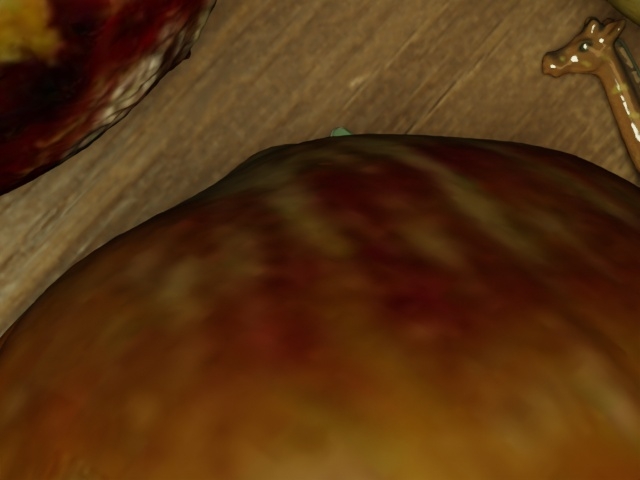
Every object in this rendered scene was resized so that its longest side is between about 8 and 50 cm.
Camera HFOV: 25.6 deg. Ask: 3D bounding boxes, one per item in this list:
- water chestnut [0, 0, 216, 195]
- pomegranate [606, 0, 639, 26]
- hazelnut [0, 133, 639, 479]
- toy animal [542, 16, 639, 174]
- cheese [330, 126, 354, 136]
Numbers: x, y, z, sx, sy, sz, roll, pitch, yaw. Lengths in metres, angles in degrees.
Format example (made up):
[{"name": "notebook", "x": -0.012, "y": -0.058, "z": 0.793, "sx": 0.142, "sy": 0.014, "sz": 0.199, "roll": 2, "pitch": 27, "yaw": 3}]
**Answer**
[{"name": "water chestnut", "x": -0.168, "y": -0.193, "z": 0.599, "sx": 0.347, "sy": 0.335, "sz": 0.335, "roll": -41, "pitch": 108, "yaw": -46}, {"name": "pomegranate", "x": 0.233, "y": -0.246, "z": 0.745, "sx": 0.319, "sy": 0.319, "sz": 0.319, "roll": -1, "pitch": 93, "yaw": -21}, {"name": "hazelnut", "x": 0.047, "y": 0.157, "z": 0.650, "sx": 0.429, "sy": 0.402, "sz": 0.402, "roll": -17, "pitch": 98, "yaw": -26}, {"name": "toy animal", "x": 0.227, "y": -0.007, "z": 0.864, "sx": 0.224, "sy": 0.066, "sz": 0.229, "roll": 12, "pitch": 98, "yaw": -2}, {"name": "cheese", "x": 0.000, "y": 0.000, "z": 0.794, "sx": 0.067, "sy": 0.026, "sz": 0.120, "roll": 38, "pitch": 80, "yaw": -19}]
